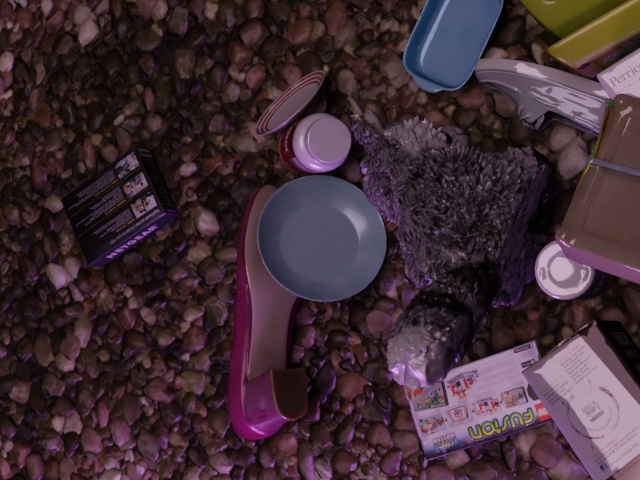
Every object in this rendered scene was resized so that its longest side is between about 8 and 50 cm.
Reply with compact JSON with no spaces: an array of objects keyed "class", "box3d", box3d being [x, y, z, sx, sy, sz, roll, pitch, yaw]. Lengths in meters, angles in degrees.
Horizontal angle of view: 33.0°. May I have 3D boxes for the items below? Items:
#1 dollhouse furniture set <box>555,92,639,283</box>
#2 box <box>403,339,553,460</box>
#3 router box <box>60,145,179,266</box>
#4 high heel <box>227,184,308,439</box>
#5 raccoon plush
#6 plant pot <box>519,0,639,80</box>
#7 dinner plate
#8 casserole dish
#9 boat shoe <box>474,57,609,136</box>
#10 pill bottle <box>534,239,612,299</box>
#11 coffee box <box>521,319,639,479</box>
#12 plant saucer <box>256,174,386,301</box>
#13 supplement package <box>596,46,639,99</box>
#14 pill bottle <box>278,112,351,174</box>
[{"class":"dollhouse furniture set","box3d":[0.441,-0.018,1.201,0.301,0.151,0.198,22,86,35]},{"class":"box","box3d":[0.227,0.224,1.510,0.206,0.036,0.114,-22,77,24]},{"class":"router box","box3d":[-0.339,-0.056,1.809,0.178,0.046,0.133,-32,74,22]},{"class":"high heel","box3d":[-0.103,0.111,1.656,0.181,0.127,0.378,-31,54,53]},{"class":"raccoon plush","box3d":[0.108,-0.028,1.402,0.299,0.446,0.216,19,121,26]},{"class":"plant pot","box3d":[0.365,-0.339,1.384,0.227,0.228,0.207,-29,80,21]},{"class":"dinner plate","box3d":[-0.044,-0.205,1.642,0.141,0.141,0.017,-34,114,20]},{"class":"casserole dish","box3d":[0.197,-0.302,1.565,0.114,0.037,0.188,29,98,26]},{"class":"boat shoe","box3d":[0.309,-0.190,1.476,0.227,0.079,0.081,20,91,23]},{"class":"pill bottle","box3d":[0.336,0.040,1.413,0.078,0.137,0.078,-2,86,27]},{"class":"coffee box","box3d":[0.399,0.252,1.349,0.119,0.168,0.297,-39,71,19]},{"class":"plant saucer","box3d":[0.000,0.000,1.604,0.194,0.037,0.195,3,73,-9]},{"class":"supplement package","box3d":[0.488,-0.120,1.297,0.177,0.175,0.293,-33,85,21]},{"class":"pill bottle","box3d":[-0.006,-0.142,1.583,0.086,0.152,0.086,0,91,-15]}]
